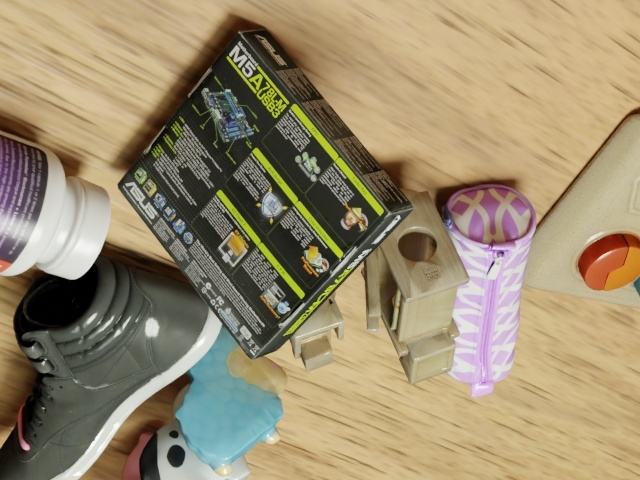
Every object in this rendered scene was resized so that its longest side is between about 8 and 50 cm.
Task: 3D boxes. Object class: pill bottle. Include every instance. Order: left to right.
[{"bbox_3d":[-0.265,-0.035,1.226,0.193,0.108,0.108,20,127,-31],"label":"pill bottle"}]

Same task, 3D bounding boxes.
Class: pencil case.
[{"bbox_3d":[0.148,0.043,1.433,0.086,0.088,0.206,-13,138,-11],"label":"pencil case"}]

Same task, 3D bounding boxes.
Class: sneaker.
[{"bbox_3d":[-0.236,0.117,1.402,0.296,0.104,0.147,-43,128,19],"label":"sneaker"}]

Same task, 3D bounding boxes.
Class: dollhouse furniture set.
[{"bbox_3d":[0.029,0.058,1.376,0.161,0.101,0.182,-18,152,-11],"label":"dollhouse furniture set"}]

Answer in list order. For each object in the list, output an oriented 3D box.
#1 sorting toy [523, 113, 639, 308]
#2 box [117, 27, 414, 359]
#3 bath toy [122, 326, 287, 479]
[{"bbox_3d":[0.346,-0.040,1.434,0.229,0.041,0.307,14,130,-27],"label":"sorting toy"},{"bbox_3d":[-0.048,-0.035,1.237,0.184,0.190,0.045,-47,163,28],"label":"box"},{"bbox_3d":[-0.151,0.231,1.524,0.151,0.129,0.348,-26,159,-46],"label":"bath toy"}]
